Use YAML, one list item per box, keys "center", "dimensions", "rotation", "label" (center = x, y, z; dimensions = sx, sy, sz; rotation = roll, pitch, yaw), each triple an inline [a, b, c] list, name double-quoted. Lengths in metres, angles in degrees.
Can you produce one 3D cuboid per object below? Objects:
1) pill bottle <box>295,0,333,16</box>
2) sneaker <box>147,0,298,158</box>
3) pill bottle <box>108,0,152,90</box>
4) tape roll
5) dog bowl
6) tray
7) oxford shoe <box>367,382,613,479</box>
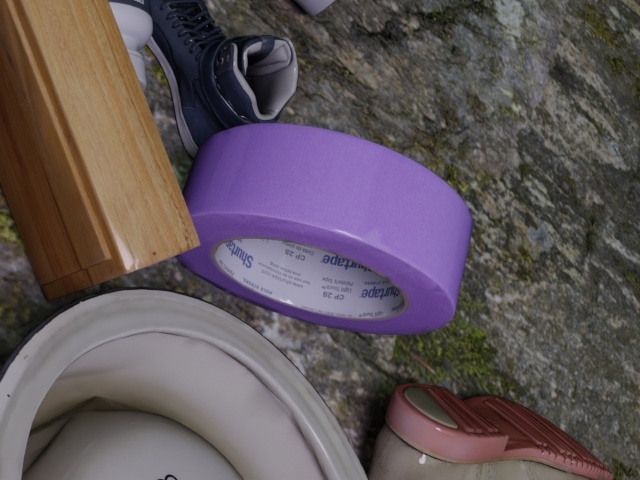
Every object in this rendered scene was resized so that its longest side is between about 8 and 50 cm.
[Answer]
- center: [-0.045, -0.364, 0.907]
  dimensions: [0.208, 0.119, 0.119]
  rotation: [46, 59, -19]
  label: "pill bottle"
- center: [-0.105, -0.205, 0.806]
  dimensions: [0.086, 0.163, 0.226]
  rotation: [-22, 92, -34]
  label: "sneaker"
- center: [-0.216, -0.229, 0.766]
  dimensions: [0.108, 0.108, 0.180]
  rotation: [-4, 83, -36]
  label: "pill bottle"
- center: [0.000, 0.000, 0.766]
  dimensions: [0.275, 0.275, 0.090]
  rotation: [27, 66, -28]
  label: "tape roll"
- center: [-0.118, 0.248, 0.623]
  dimensions: [0.408, 0.150, 0.408]
  rotation: [38, 32, -29]
  label: "dog bowl"
- center: [-0.245, -0.160, 0.671]
  dimensions: [0.076, 0.203, 0.411]
  rotation: [-22, 93, -36]
  label: "tray"
- center: [0.201, 0.274, 0.967]
  dimensions: [0.397, 0.140, 0.146]
  rotation: [20, 100, -35]
  label: "oxford shoe"
